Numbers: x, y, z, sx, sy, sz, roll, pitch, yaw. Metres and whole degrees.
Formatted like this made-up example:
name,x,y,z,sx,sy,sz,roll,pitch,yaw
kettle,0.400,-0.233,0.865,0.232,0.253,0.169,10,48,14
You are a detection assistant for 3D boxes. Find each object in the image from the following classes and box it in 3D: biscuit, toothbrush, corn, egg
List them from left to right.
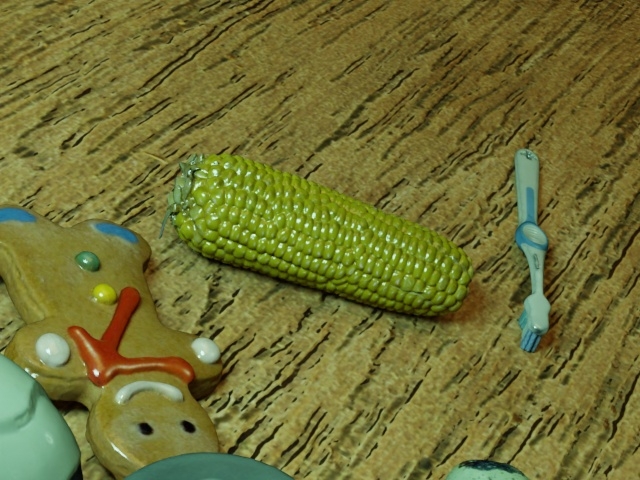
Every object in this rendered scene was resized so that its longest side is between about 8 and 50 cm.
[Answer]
name,x,y,z,sx,sy,sz,roll,pitch,yaw
biscuit,-0.174,0.085,1.394,0.205,0.049,0.324,8,40,-36
corn,0.000,0.000,1.588,0.305,0.106,0.106,20,33,-8
egg,0.143,0.226,1.366,0.085,0.085,0.110,5,31,-24
toothbrush,0.231,-0.007,1.785,0.040,0.040,0.386,18,33,-6

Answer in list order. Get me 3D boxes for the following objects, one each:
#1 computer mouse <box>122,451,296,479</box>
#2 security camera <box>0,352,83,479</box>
name,x,y,z,sx,sy,sz,roll,pitch,yaw
computer mouse,-0.080,0.297,1.102,0.188,0.121,0.371,7,32,-2
security camera,-0.274,0.178,1.108,0.191,0.197,0.277,48,28,-10
